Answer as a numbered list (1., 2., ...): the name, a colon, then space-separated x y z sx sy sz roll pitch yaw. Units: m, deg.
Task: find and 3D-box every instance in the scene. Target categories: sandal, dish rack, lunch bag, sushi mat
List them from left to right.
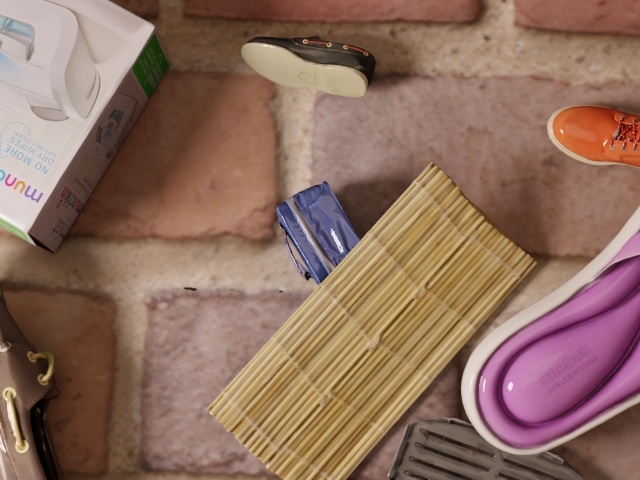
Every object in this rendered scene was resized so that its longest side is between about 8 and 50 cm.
1. lunch bag: 0.000 0.000 1.359 0.065 0.067 0.098 -29 82 -1
2. sushi mat: 0.051 0.089 1.335 0.316 0.019 0.151 -48 112 -5
3. dish rack: 0.128 0.304 1.299 0.208 0.074 0.271 19 82 5
4. sandal: 0.315 0.056 1.272 0.416 0.102 0.169 -41 98 2

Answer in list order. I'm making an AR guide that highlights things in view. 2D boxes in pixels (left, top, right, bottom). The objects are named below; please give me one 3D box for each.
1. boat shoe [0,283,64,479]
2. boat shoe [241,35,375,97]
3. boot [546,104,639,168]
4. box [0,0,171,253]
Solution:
1. boat shoe: -0.288 0.154 1.328 0.097 0.116 0.324 -9 84 -3
2. boat shoe: -0.012 -0.176 1.402 0.133 0.049 0.042 14 54 12
3. boot: 0.294 -0.099 1.351 0.158 0.084 0.059 14 83 7
4. box: -0.317 -0.153 1.374 0.262 0.127 0.231 30 82 6
